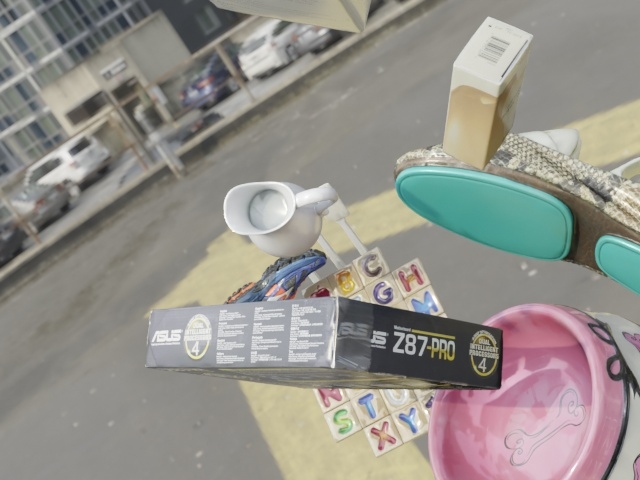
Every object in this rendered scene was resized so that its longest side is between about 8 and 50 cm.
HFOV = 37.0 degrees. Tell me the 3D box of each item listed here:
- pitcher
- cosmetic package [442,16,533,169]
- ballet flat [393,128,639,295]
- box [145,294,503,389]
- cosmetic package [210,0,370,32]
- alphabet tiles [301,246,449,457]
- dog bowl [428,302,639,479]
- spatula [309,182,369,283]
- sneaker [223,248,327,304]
[{"bbox_3d":[-0.044,-0.043,1.566,0.178,0.125,0.207,-9,-11,11],"label":"pitcher"},{"bbox_3d":[0.133,-0.115,0.769,0.060,0.041,0.115,-55,-19,-22],"label":"cosmetic package"},{"bbox_3d":[0.333,-0.038,1.138,0.483,0.164,0.182,23,61,22],"label":"ballet flat"},{"bbox_3d":[-0.001,0.151,1.315,0.395,0.318,0.097,-9,75,47],"label":"box"},{"bbox_3d":[-0.066,-0.603,1.765,0.330,0.327,0.394,13,3,9],"label":"cosmetic package"},{"bbox_3d":[0.102,0.197,1.722,0.285,0.342,0.011,-31,-23,14],"label":"alphabet tiles"},{"bbox_3d":[0.329,0.275,1.443,0.408,0.150,0.407,-36,41,39],"label":"dog bowl"},{"bbox_3d":[0.000,0.000,1.821,0.168,0.242,0.019,-21,38,20],"label":"spatula"},{"bbox_3d":[-0.077,0.093,1.762,0.221,0.087,0.083,-36,14,5],"label":"sneaker"}]
